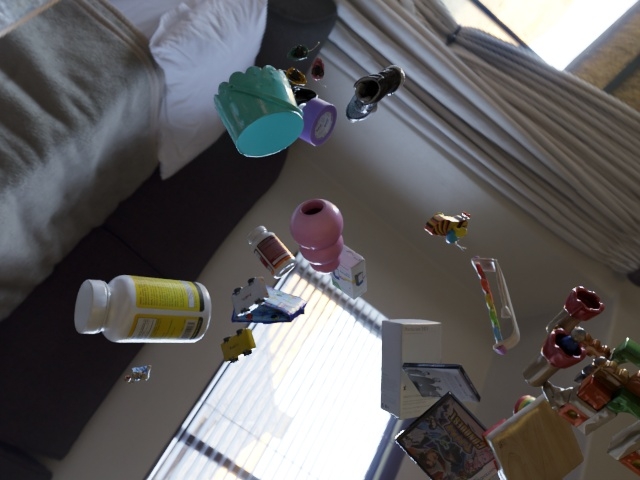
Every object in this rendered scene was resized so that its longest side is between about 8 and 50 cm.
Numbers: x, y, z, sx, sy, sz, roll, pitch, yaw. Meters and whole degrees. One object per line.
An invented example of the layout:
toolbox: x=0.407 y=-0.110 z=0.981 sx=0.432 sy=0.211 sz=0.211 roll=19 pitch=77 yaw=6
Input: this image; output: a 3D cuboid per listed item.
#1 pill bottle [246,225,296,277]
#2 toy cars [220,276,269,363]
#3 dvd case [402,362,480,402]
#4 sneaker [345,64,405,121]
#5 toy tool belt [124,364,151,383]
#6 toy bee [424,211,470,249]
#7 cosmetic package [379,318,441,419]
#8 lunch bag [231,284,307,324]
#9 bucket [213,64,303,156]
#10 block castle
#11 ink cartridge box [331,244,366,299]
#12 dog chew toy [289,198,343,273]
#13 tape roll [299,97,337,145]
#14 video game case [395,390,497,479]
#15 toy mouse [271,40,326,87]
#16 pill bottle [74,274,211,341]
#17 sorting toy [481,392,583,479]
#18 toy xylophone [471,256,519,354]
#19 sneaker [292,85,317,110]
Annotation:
pill bottle: x=-0.147 y=0.031 z=1.325 sx=0.086 sy=0.152 sz=0.086 roll=-38 pitch=165 yaw=-12
toy cars: x=-0.269 y=0.300 z=1.671 sx=0.087 sy=0.177 sz=0.392 roll=-3 pitch=114 yaw=-47
dvd case: x=0.445 y=0.524 z=1.653 sx=0.239 sy=0.179 sz=0.029 roll=-13 pitch=-151 yaw=43
sneaker: x=0.146 y=-0.479 z=1.489 sx=0.153 sy=0.101 sz=0.269 roll=-31 pitch=180 yaw=-43
toy tool belt: x=-0.632 y=0.457 z=1.545 sx=0.083 sy=0.052 sz=0.051 roll=1 pitch=120 yaw=-45
toy bee: x=0.618 y=-0.076 z=2.099 sx=0.298 sy=0.195 sz=0.162 roll=8 pitch=115 yaw=-59
cosmetic package: x=0.381 y=0.531 z=1.891 sx=0.156 sy=0.218 sz=0.383 roll=-3 pitch=-94 yaw=64
lunch bag: x=-0.204 y=0.282 z=1.937 sx=0.221 sy=0.294 sz=0.137 roll=-24 pitch=119 yaw=-73
bucket: x=-0.198 y=-0.424 z=1.495 sx=0.282 sy=0.182 sz=0.281 roll=-23 pitch=164 yaw=-7
block castle: x=0.756 y=0.336 z=1.059 sx=0.303 sy=0.453 sz=0.212 roll=-32 pitch=152 yaw=-41
ink cartridge box: x=0.125 y=0.145 z=2.045 sx=0.093 sy=0.154 sz=0.212 roll=-32 pitch=137 yaw=-28
dog chew toy: x=0.000 y=0.000 z=1.768 sx=0.206 sy=0.207 sz=0.331 roll=-61 pitch=149 yaw=-41
tape roll: x=-0.015 y=-0.513 z=1.936 sx=0.189 sy=0.080 sz=0.188 roll=-44 pitch=155 yaw=-28
video game case: x=0.428 y=0.671 z=1.442 sx=0.248 sy=0.275 sz=0.035 roll=-46 pitch=171 yaw=12
toy mouse: x=-0.040 y=-0.508 z=1.285 sx=0.142 sy=0.161 sz=0.031 roll=-65 pitch=-169 yaw=-4
pill bottle: x=-0.506 y=0.199 z=1.286 sx=0.188 sy=0.334 sz=0.187 roll=-14 pitch=-109 yaw=44
sorting toy: x=0.616 y=0.601 z=1.321 sx=0.256 sy=0.256 sz=0.089 roll=-28 pitch=-169 yaw=-14
toy xylophone: x=0.558 y=0.188 z=1.423 sx=0.081 sy=0.236 sz=0.322 roll=-16 pitch=-127 yaw=22
sneaker: x=-0.204 y=-0.598 z=2.105 sx=0.448 sy=0.169 sz=0.257 roll=-33 pitch=170 yaw=-20
